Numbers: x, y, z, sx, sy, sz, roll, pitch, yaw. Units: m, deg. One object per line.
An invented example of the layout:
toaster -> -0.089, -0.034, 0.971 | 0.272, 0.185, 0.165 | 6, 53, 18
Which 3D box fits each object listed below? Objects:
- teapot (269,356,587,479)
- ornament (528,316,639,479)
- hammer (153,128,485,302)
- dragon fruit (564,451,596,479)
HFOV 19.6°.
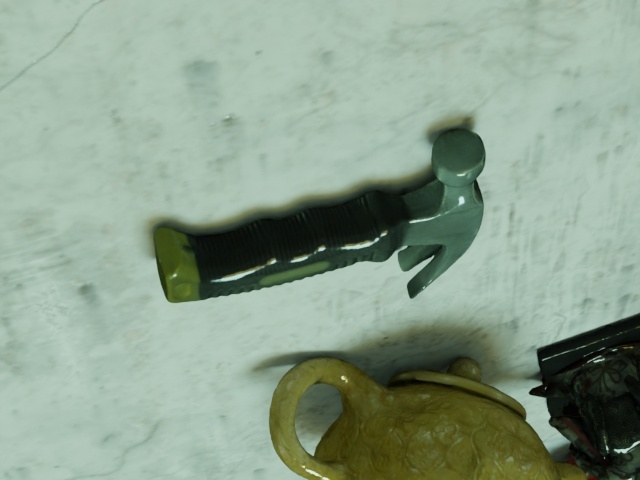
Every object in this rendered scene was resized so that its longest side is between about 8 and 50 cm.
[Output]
teapot -> 0.091, 0.168, 1.512 | 0.311, 0.167, 0.203 | 25, 158, -26
ornament -> 0.285, 0.183, 1.596 | 0.166, 0.196, 0.153 | -19, 151, 3
hammer -> 0.000, 0.000, 1.260 | 0.226, 0.041, 0.159 | -13, 150, -12
dragon fruit -> 0.272, 0.256, 1.802 | 0.207, 0.133, 0.150 | -50, 168, 20
